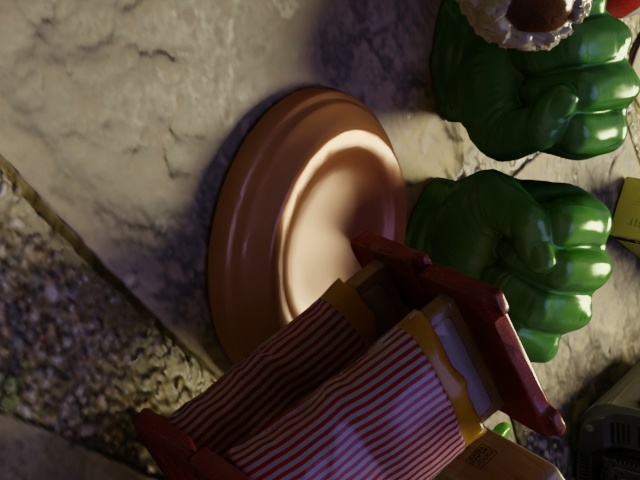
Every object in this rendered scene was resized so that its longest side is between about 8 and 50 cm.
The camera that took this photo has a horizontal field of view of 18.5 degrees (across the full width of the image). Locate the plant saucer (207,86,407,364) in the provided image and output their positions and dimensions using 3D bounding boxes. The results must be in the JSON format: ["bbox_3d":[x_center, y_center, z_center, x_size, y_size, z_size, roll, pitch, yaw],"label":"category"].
[{"bbox_3d":[0.000,0.000,1.290,0.200,0.037,0.200,-25,120,-51],"label":"plant saucer"}]

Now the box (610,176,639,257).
[{"bbox_3d":[0.344,0.010,1.764,0.232,0.087,0.058,31,75,-55],"label":"box"}]

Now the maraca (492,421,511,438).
[{"bbox_3d":[0.092,0.193,1.440,0.127,0.099,0.185,-63,163,20],"label":"maraca"}]

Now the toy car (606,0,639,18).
[{"bbox_3d":[0.275,-0.254,1.429,0.219,0.238,0.210,-38,130,-44],"label":"toy car"}]

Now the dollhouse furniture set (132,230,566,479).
[{"bbox_3d":[0.069,0.199,1.249,0.201,0.152,0.374,-40,123,-16],"label":"dollhouse furniture set"}]

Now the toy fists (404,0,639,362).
[{"bbox_3d":[0.141,-0.053,1.387,0.096,0.142,0.279,-1,102,-56],"label":"toy fists"}]

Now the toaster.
[{"bbox_3d":[0.311,0.209,1.746,0.146,0.129,0.227,-40,133,-46],"label":"toaster"}]

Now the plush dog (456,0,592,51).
[{"bbox_3d":[0.125,-0.260,1.249,0.225,0.210,0.262,3,107,-62],"label":"plush dog"}]
